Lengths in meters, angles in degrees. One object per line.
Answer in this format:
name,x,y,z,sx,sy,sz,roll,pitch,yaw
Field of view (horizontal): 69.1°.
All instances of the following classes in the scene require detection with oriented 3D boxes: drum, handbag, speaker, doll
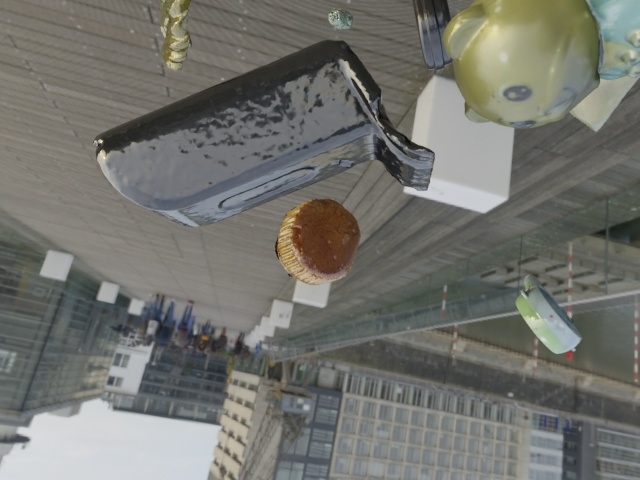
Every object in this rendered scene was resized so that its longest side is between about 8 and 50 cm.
drum,0.414,0.129,0.842,0.049,0.130,0.253,-42,165,22
handbag,0.327,-0.653,1.360,0.093,0.307,0.254,-11,169,18
speaker,-0.069,-0.101,0.617,0.389,0.184,0.180,-20,165,6
doll,0.273,-0.220,0.499,0.261,0.161,0.177,-19,152,21

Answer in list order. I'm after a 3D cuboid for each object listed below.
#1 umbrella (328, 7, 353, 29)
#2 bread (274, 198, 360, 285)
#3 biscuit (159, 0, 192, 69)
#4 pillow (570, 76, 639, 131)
umbrella,0.066,-0.711,1.493,0.062,0.143,0.067,-30,98,31
bread,0.001,0.000,1.057,0.199,0.199,0.104,19,157,-24
biscuit,-0.225,-0.418,0.720,0.036,0.273,0.187,-2,-174,-25
pillow,0.685,-0.367,1.139,0.053,0.119,0.208,-28,154,-12
